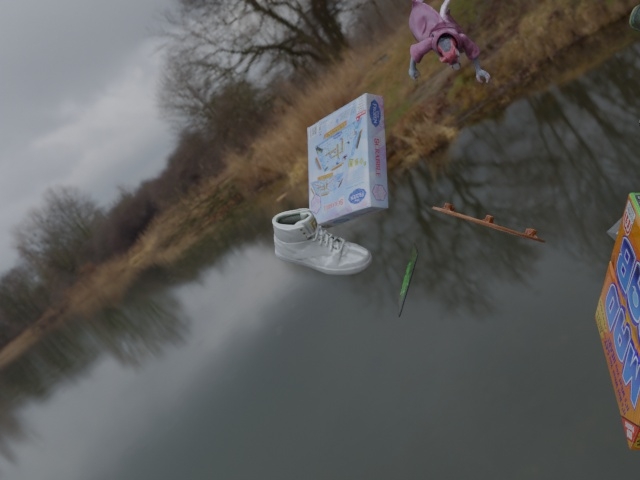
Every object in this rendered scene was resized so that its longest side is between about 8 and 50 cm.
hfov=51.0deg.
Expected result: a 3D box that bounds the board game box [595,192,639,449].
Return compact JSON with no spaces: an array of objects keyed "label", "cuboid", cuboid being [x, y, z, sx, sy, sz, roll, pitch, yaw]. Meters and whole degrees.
[{"label":"board game box","cuboid":[0.768,0.156,1.267,0.357,0.356,0.356,2,39,8]}]

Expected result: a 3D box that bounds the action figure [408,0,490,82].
[{"label":"action figure","cuboid":[0.403,-0.640,2.104,0.248,0.275,0.370,0,27,3]}]

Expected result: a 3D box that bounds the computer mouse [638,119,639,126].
[{"label":"computer mouse","cuboid":[1.127,-0.476,2.325,0.071,0.041,0.242,-45,10,50]}]

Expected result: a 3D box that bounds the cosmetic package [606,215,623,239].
[{"label":"cosmetic package","cuboid":[0.906,-0.013,1.907,0.107,0.127,0.238,-46,-9,10]}]

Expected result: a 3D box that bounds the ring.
[{"label":"ring","cuboid":[0.489,-0.056,1.952,0.336,0.337,0.032,-134,61,-79]}]

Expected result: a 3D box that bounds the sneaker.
[{"label":"sneaker","cuboid":[0.000,0.000,1.903,0.293,0.169,0.108,8,49,13]}]

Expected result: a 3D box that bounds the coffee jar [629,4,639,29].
[{"label":"coffee jar","cuboid":[0.971,-0.655,1.973,0.184,0.096,0.078,-51,-27,-70]}]

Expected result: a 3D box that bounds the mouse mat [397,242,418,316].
[{"label":"mouse mat","cuboid":[0.201,0.088,1.553,0.190,0.007,0.152,-43,-31,-81]}]

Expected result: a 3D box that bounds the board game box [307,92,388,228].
[{"label":"board game box","cuboid":[0.070,-0.215,1.921,0.066,0.317,0.319,5,-11,-31]}]
